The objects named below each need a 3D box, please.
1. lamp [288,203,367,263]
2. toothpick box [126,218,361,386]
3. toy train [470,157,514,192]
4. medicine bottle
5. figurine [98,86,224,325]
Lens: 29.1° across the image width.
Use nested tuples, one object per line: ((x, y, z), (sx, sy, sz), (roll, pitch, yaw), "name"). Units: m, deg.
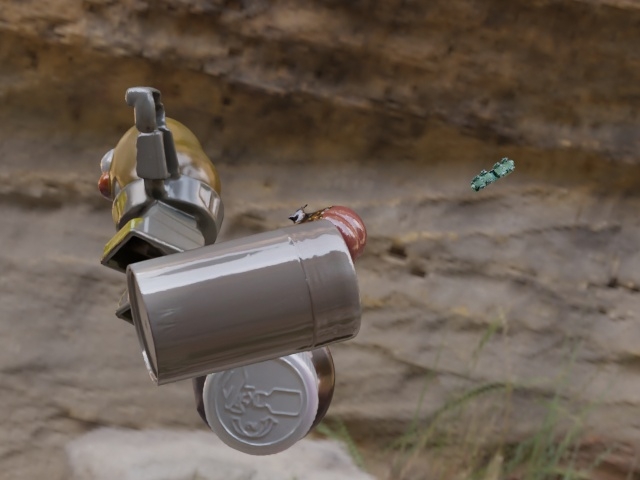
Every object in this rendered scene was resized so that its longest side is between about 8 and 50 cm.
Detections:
((0.000, 0.000, 2.367), (0.182, 0.140, 0.182), (-28, 13, 7), "lamp")
((-0.065, 0.052, 1.054), (0.181, 0.111, 0.111), (-13, 19, -16), "toothpick box")
((0.303, -0.114, 2.188), (0.029, 0.092, 0.045), (55, -12, 12), "toy train")
((-0.091, 0.228, 1.937), (0.243, 0.242, 0.395), (15, 6, -4), "medicine bottle")
((-0.215, -0.047, 1.663), (0.167, 0.342, 0.284), (10, 50, -16), "figurine")
